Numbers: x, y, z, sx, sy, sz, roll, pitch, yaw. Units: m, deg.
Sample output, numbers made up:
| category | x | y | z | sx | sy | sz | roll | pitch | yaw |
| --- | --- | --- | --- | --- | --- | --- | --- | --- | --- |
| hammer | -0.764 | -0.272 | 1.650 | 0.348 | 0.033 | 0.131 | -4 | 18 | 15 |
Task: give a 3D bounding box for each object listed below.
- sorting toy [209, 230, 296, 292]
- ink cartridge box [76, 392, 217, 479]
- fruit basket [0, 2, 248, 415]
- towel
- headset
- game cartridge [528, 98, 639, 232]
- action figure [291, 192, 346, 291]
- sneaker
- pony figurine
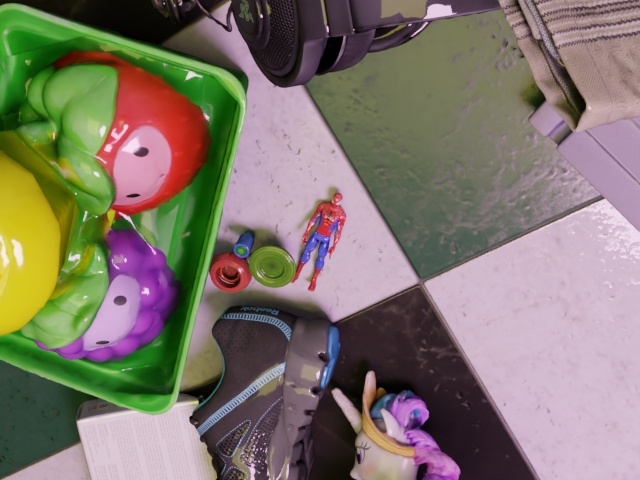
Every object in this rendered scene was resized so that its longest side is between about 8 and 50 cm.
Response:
| category | x | y | z | sx | sy | sz | roll | pitch | yaw |
| --- | --- | --- | --- | --- | --- | --- | --- | --- | --- |
| sorting toy | -0.073 | 0.020 | 0.945 | 0.101 | 0.042 | 0.061 | -10 | 116 | 17 |
| ink cartridge box | -0.164 | 0.271 | 1.071 | 0.232 | 0.066 | 0.189 | -10 | 110 | -6 |
| fruit basket | -0.239 | -0.013 | 0.793 | 0.282 | 0.392 | 0.392 | 19 | 114 | 5 |
| towel | 0.221 | -0.236 | 0.607 | 0.056 | 0.324 | 0.312 | -43 | 65 | 61 |
| headset | 0.006 | -0.237 | 0.726 | 0.394 | 0.243 | 0.185 | 2 | 112 | 34 |
| game cartridge | 0.377 | -0.059 | 0.730 | 0.355 | 0.068 | 0.230 | 47 | 127 | 8 |
| action figure | 0.000 | 0.000 | 0.926 | 0.038 | 0.030 | 0.115 | 25 | 113 | 8 |
| sneaker | -0.078 | 0.232 | 0.991 | 0.139 | 0.125 | 0.341 | 15 | 103 | 9 |
| pony figurine | 0.117 | 0.357 | 0.912 | 0.351 | 0.302 | 0.364 | 20 | 99 | 33 |
